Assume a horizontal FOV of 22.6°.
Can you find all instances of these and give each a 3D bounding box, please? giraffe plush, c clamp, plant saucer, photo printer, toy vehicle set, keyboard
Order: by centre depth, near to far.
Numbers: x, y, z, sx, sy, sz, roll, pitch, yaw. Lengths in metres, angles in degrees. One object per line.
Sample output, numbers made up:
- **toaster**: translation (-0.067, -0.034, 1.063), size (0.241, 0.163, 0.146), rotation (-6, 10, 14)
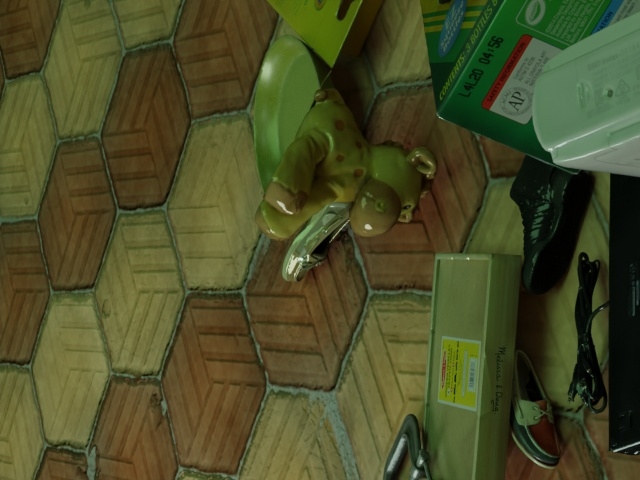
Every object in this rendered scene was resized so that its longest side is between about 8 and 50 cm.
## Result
- **photo printer**: translation (0.371, -0.120, 1.318), size (0.256, 0.308, 0.107), rotation (-23, 67, 54)
- **keyboard**: translation (0.307, 0.056, 1.573), size (0.201, 0.033, 0.317), rotation (-35, 45, 59)
- **toy vehicle set**: translation (0.162, 0.146, 1.761), size (0.166, 0.035, 0.266), rotation (-177, 92, -73)
- **c clamp**: translation (0.096, 0.276, 1.845), size (0.160, 0.022, 0.137), rotation (111, 159, -49)
- **giraffe plush**: translation (0.040, -0.071, 1.877), size (0.210, 0.171, 0.181), rotation (-63, 0, -4)
- **plant saucer**: translation (-0.028, -0.144, 2.065), size (0.241, 0.037, 0.240), rotation (178, 90, -66)

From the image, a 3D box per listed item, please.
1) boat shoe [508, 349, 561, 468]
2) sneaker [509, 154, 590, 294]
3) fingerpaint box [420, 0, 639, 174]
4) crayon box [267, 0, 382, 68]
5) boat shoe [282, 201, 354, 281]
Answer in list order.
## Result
- **boat shoe**: translation (0.225, 0.180, 1.707), size (0.043, 0.049, 0.137), rotation (-54, 41, 34)
- **sneaker**: translation (0.237, -0.034, 1.716), size (0.089, 0.051, 0.170), rotation (32, 107, 51)
- **fingerpaint box**: translation (0.259, -0.353, 1.509), size (0.371, 0.163, 0.444), rotation (-91, 26, -56)
- **crayon box**: translation (0.006, -0.374, 2.044), size (0.318, 0.081, 0.202), rotation (53, 127, 44)
- **boat shoe**: translation (0.001, -0.001, 2.034), size (0.048, 0.056, 0.153), rotation (39, 115, 15)
